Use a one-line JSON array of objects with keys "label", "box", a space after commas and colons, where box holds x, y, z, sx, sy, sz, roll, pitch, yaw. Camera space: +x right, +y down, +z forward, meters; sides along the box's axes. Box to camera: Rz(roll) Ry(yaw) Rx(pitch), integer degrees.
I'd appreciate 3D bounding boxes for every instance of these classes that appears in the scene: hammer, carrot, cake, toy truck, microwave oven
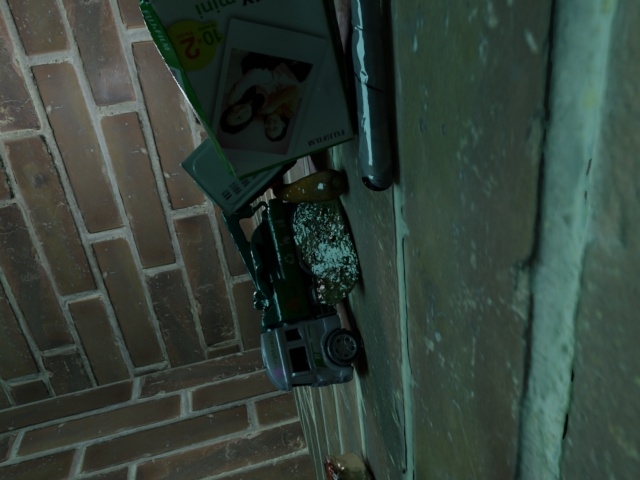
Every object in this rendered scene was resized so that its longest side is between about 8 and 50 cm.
[{"label": "hammer", "box": [0.034, -0.246, 0.436, 0.152, 0.044, 0.427, -120, 20, -59]}, {"label": "carrot", "box": [-0.024, -0.080, 0.787, 0.191, 0.047, 0.047, 0, 103, 60]}, {"label": "cake", "box": [0.072, 0.536, 0.997, 0.117, 0.086, 0.221, 108, 150, -75]}, {"label": "toy truck", "box": [-0.050, 0.090, 0.918, 0.176, 0.177, 0.364, 109, 145, -71]}, {"label": "microwave oven", "box": [-0.122, -0.142, 0.881, 0.122, 0.162, 0.208, 47, -166, -7]}]

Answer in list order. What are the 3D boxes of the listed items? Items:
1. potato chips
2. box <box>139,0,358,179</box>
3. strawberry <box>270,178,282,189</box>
[{"label": "potato chips", "box": [0.000, 0.000, 0.796, 0.142, 0.026, 0.209, -17, 73, 50]}, {"label": "box", "box": [-0.067, -0.201, 0.554, 0.250, 0.180, 0.103, 69, -178, -50]}, {"label": "strawberry", "box": [-0.136, -0.177, 1.430, 0.083, 0.073, 0.073, 43, 177, -12]}]
